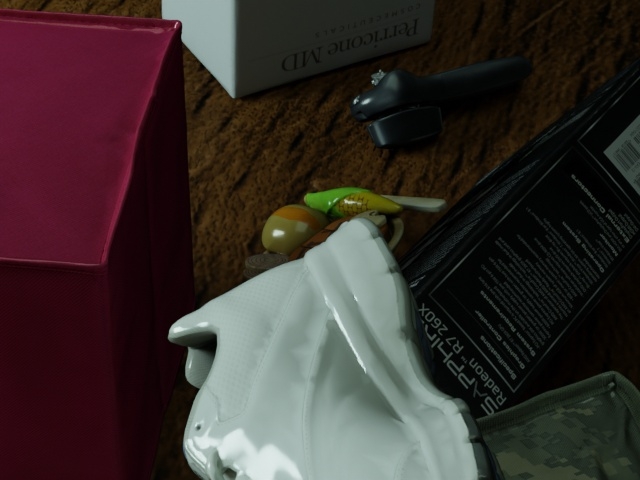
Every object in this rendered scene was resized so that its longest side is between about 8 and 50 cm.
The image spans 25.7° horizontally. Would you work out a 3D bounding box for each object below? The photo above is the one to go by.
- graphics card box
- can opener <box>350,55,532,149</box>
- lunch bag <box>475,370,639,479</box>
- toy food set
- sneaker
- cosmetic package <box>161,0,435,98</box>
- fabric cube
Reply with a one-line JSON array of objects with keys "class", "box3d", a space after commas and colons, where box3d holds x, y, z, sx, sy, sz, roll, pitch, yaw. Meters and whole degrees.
[{"class": "graphics card box", "box3d": [0.108, 0.030, 0.949, 0.094, 0.233, 0.371, 47, 51, -1]}, {"class": "can opener", "box3d": [0.111, -0.135, 1.281, 0.186, 0.073, 0.059, -21, 8, -28]}, {"class": "lunch bag", "box3d": [0.056, 0.226, 0.721, 0.287, 0.235, 0.169, -14, 41, -17]}, {"class": "toy food set", "box3d": [0.000, 0.000, 1.089, 0.132, 0.039, 0.192, 4, 34, 44]}, {"class": "sneaker", "box3d": [0.011, 0.107, 0.621, 0.129, 0.111, 0.297, -21, 31, -3]}, {"class": "cosmetic package", "box3d": [-0.015, -0.374, 1.232, 0.230, 0.453, 0.161, -20, 46, -23]}, {"class": "fabric cube", "box3d": [-0.229, 0.017, 0.928, 0.254, 0.258, 0.259, 5, 41, 4]}]
